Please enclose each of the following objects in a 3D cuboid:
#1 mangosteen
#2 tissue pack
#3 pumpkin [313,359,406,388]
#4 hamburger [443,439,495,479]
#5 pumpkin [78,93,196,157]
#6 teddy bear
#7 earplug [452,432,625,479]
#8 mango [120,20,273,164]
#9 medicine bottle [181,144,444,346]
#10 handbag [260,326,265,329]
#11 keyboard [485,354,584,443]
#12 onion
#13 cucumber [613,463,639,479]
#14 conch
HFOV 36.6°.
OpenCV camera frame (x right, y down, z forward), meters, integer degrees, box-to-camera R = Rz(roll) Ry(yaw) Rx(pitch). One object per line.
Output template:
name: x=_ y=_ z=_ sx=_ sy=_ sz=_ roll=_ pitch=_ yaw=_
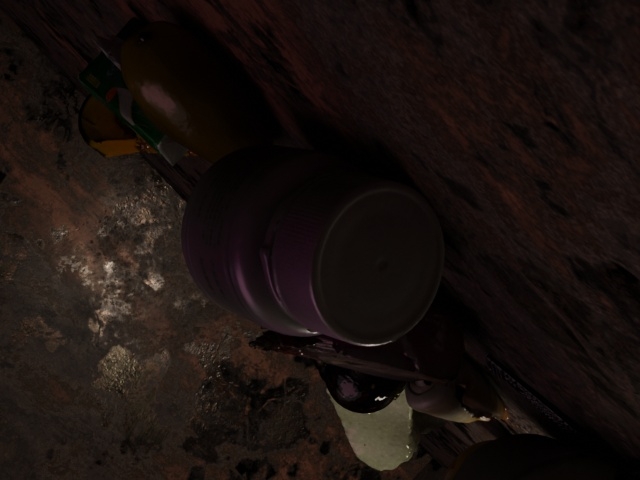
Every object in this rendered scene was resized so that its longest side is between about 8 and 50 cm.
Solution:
mangosteen: x=0.069 y=0.219 z=1.837 sx=0.217 sy=0.192 sz=0.192 roll=35 pitch=170 yaw=9
tissue pack: x=-0.294 y=-0.265 z=1.654 sx=0.209 sy=0.148 sz=0.156 roll=41 pitch=173 yaw=18
pumpkin: x=0.098 y=0.221 z=2.061 sx=0.250 sy=0.216 sz=0.250 roll=23 pitch=132 yaw=28
hamburger: x=0.402 y=0.601 z=2.247 sx=0.276 sy=0.276 sz=0.237 roll=44 pitch=169 yaw=1
pumpkin: x=-0.413 y=-0.239 z=2.188 sx=0.280 sy=0.190 sz=0.139 roll=43 pitch=170 yaw=4
teddy bear: x=0.183 y=0.374 z=2.419 sx=0.327 sy=0.362 sz=0.375 roll=5 pitch=124 yaw=21
earplug: x=0.382 y=0.495 z=1.683 sx=0.312 sy=0.312 sz=0.394 roll=44 pitch=174 yaw=-2
mango: x=-0.175 y=-0.204 z=1.479 sx=0.332 sy=0.142 sz=0.195 roll=42 pitch=176 yaw=-41
medicine bottle: x=-0.014 y=0.004 z=1.311 sx=0.256 sy=0.256 sz=0.325 roll=49 pitch=160 yaw=-30
handbag: x=-0.030 y=0.047 z=1.642 sx=0.127 sy=0.235 sz=0.213 roll=42 pitch=170 yaw=18
keyboard: x=0.360 y=0.268 z=1.637 sx=0.204 sy=0.013 sz=0.061 roll=39 pitch=170 yaw=28
onion: x=0.068 y=0.136 z=1.599 sx=0.349 sy=0.159 sz=0.267 roll=15 pitch=166 yaw=-18
cucumber: x=0.472 y=0.354 z=1.397 sx=0.052 sy=0.058 sz=0.214 roll=37 pitch=173 yaw=4
conch: x=0.265 y=0.283 z=1.884 sx=0.158 sy=0.127 sz=0.255 roll=-17 pitch=152 yaw=33
